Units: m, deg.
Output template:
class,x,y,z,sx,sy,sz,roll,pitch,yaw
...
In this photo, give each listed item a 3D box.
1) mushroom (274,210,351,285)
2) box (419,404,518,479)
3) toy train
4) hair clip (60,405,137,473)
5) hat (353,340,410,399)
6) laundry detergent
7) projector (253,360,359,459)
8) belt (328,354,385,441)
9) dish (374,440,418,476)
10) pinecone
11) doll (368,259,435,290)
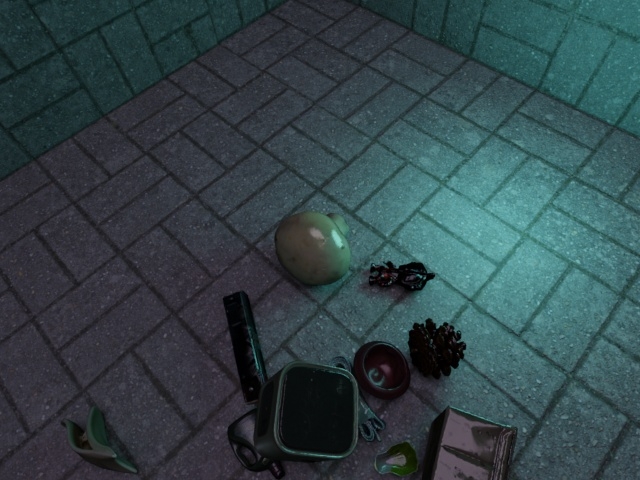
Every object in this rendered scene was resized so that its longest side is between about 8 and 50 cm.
class,x,y,z,sx,sy,sz,roll,pitch,yaw
mushroom,0.000,0.000,1.635,0.315,0.314,0.336,25,43,17
box,0.404,0.628,1.200,0.191,0.297,0.225,15,62,16
toy train,-0.262,0.378,1.512,0.086,0.089,0.409,-22,61,3
hair clip,-0.725,0.646,1.349,0.113,0.172,0.282,-36,54,-25
hat,0.205,0.442,1.436,0.206,0.089,0.205,6,54,-9
laundry detergent,-0.196,0.663,1.346,0.144,0.078,0.221,-30,64,-16
projector,-0.047,0.523,1.276,0.249,0.249,0.248,14,57,-15
belt,0.120,0.523,1.407,0.087,0.072,0.302,-27,61,-9
dish,0.233,0.688,1.322,0.137,0.039,0.091,-12,64,-2
pinecone,0.395,0.358,1.424,0.208,0.207,0.207,-2,59,3
doll,0.313,0.135,1.627,0.249,0.088,0.126,-2,79,13
